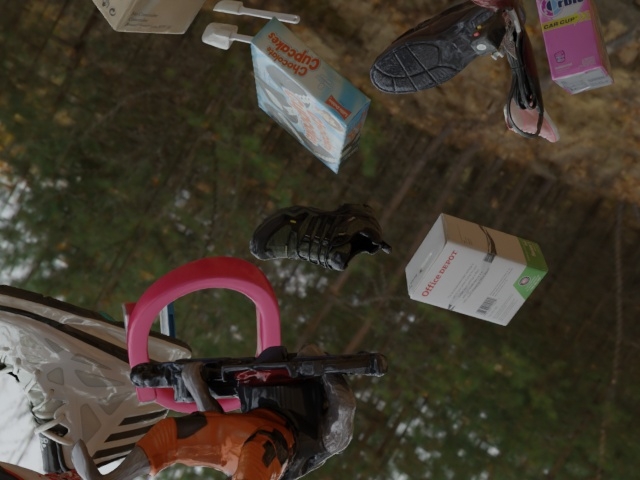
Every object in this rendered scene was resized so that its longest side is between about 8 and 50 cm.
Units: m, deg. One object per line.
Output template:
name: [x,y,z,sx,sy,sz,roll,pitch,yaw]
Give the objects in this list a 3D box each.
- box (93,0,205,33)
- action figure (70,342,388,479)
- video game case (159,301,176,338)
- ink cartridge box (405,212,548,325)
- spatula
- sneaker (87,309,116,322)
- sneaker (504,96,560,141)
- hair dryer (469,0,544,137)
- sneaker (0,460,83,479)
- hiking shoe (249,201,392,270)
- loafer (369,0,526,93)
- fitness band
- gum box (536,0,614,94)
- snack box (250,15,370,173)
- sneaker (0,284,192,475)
box: [-0.193,-0.442,1.290,0.148,0.311,0.121,-14,-118,-50]
action figure: [-0.102,0.216,1.013,0.341,0.178,0.330,-6,-174,38]
video game case: [-0.283,0.186,1.742,0.015,0.166,0.119,-3,167,-16]
ink cartridge box: [0.294,0.057,1.787,0.219,0.160,0.092,18,-144,-17]
spatula: [-0.130,-0.466,1.930,0.242,0.168,0.019,19,172,31]
sneaker: [-0.395,0.252,1.722,0.295,0.178,0.124,64,160,13]
sneaker: [0.364,-0.206,1.628,0.134,0.070,0.051,45,-171,-40]
hair dryer: [0.265,-0.311,1.352,0.080,0.293,0.223,-5,144,28]
sneaker: [-0.391,0.363,1.312,0.270,0.090,0.145,32,-177,-19]
hiking shoe: [0.000,0.000,1.525,0.227,0.086,0.114,-12,-141,-14]
loafer: [0.229,-0.361,1.680,0.109,0.302,0.095,50,-148,-29]
fitness band: [-0.157,0.140,1.274,0.209,0.291,0.054,-9,-136,-11]
gum box: [0.333,-0.256,1.209,0.062,0.107,0.188,-12,177,22]
snack box: [-0.018,-0.217,1.469,0.187,0.060,0.322,41,173,5]
sneaker: [-0.429,0.223,1.434,0.447,0.257,0.169,22,166,-28]
